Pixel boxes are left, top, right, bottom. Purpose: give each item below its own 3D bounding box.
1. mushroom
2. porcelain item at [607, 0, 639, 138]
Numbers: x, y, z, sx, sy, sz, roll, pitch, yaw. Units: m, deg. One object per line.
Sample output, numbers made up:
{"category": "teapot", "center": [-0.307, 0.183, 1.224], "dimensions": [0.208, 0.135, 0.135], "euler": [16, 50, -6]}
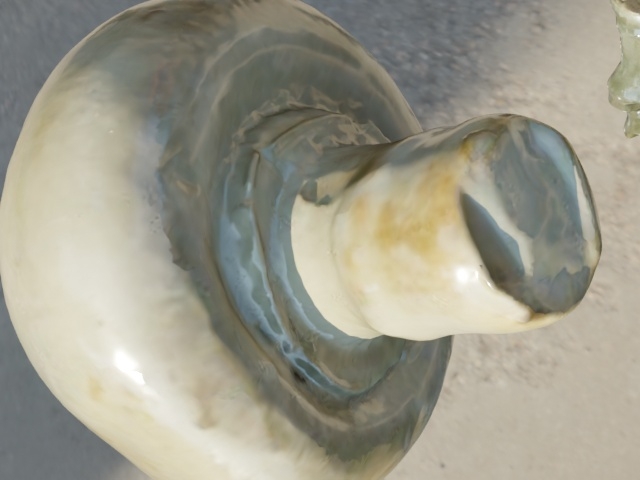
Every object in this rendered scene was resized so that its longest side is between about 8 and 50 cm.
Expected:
{"category": "mushroom", "center": [-0.014, -0.009, 0.487], "dimensions": [0.206, 0.206, 0.209], "euler": [23, 133, -19]}
{"category": "porcelain item", "center": [0.303, -0.164, 1.240], "dimensions": [0.081, 0.069, 0.215], "euler": [-51, 155, -24]}
